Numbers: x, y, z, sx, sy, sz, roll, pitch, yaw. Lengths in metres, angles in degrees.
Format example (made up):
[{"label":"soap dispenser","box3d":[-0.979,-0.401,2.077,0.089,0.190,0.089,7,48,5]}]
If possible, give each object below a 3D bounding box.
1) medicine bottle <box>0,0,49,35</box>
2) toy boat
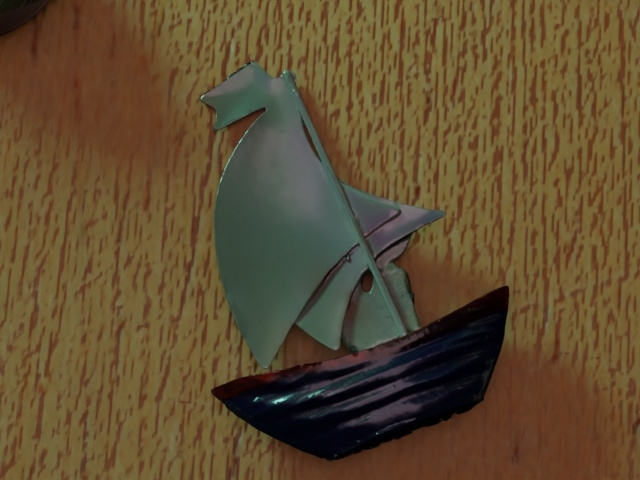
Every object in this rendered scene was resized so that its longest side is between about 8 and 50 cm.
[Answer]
[{"label":"medicine bottle","box3d":[-0.283,-0.248,1.419,0.119,0.094,0.188,-39,82,-9]},{"label":"toy boat","box3d":[-0.013,0.025,1.388,0.219,0.072,0.318,-43,79,-12]}]
